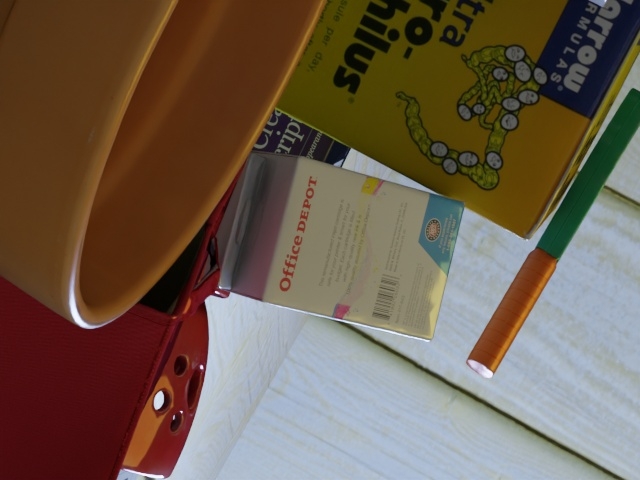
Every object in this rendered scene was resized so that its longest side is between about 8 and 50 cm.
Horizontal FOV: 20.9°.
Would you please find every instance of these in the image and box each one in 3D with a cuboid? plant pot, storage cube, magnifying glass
[{"bbox_3d":[-0.125,-0.132,0.821,0.291,0.203,0.291,-60,172,-15],"label":"plant pot"},{"bbox_3d":[-0.173,0.068,1.315,0.191,0.191,0.174,57,52,-82],"label":"plant pot"},{"bbox_3d":[-0.175,0.027,1.016,0.183,0.215,0.193,-72,-176,-54],"label":"storage cube"},{"bbox_3d":[0.167,-0.007,1.196,0.231,0.026,0.092,-56,173,-15],"label":"magnifying glass"}]

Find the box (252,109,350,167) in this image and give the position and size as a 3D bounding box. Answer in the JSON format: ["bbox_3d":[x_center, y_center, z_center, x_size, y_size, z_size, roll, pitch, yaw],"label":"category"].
[{"bbox_3d":[-0.036,-0.168,1.370,0.261,0.184,0.103,-64,170,15],"label":"box"}]

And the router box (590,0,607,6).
[{"bbox_3d":[0.047,-0.297,0.896,0.082,0.335,0.301,-59,173,-21],"label":"router box"}]

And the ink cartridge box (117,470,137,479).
[{"bbox_3d":[-0.242,0.312,1.409,0.330,0.071,0.324,-12,123,-69],"label":"ink cartridge box"}]

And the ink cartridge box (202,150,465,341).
[{"bbox_3d":[0.000,0.000,1.087,0.090,0.143,0.092,11,-94,61],"label":"ink cartridge box"}]

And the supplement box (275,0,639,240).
[{"bbox_3d":[0.040,-0.173,1.196,0.195,0.357,0.194,-64,172,12],"label":"supplement box"}]
